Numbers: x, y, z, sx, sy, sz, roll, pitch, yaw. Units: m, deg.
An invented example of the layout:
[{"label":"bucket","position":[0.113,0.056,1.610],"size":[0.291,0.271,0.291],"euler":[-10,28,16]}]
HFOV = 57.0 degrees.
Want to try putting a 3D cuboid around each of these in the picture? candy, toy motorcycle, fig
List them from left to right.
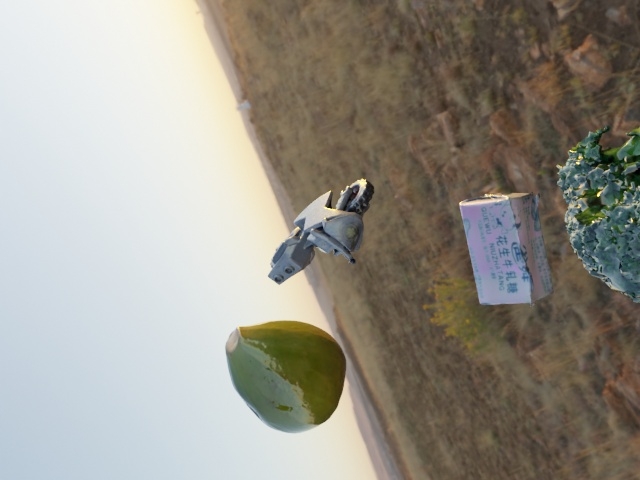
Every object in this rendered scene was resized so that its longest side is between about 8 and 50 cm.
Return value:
[{"label":"fig","position":[-0.070,0.252,1.115],"size":[0.207,0.230,0.207],"euler":[-169,90,-90]},{"label":"toy motorcycle","position":[0.000,0.000,0.869],"size":[0.080,0.215,0.122],"euler":[39,-147,-21]},{"label":"candy","position":[0.266,0.011,0.836],"size":[0.092,0.073,0.160],"euler":[-7,97,51]}]

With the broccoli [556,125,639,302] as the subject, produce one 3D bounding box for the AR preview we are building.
[{"label":"broccoli","position":[0.308,-0.058,0.396],"size":[0.297,0.298,0.297],"euler":[-123,25,-79]}]
